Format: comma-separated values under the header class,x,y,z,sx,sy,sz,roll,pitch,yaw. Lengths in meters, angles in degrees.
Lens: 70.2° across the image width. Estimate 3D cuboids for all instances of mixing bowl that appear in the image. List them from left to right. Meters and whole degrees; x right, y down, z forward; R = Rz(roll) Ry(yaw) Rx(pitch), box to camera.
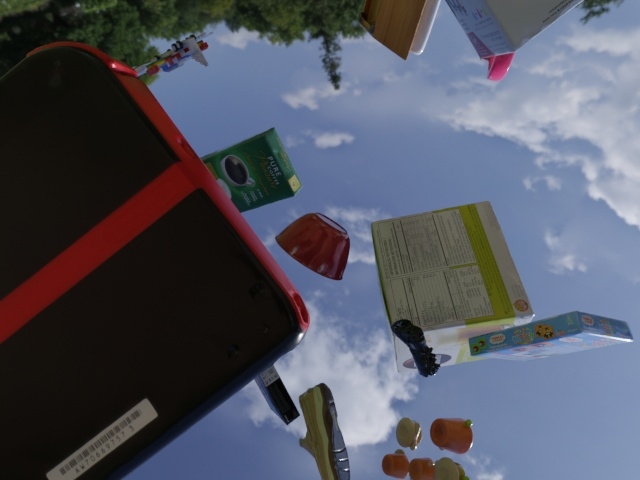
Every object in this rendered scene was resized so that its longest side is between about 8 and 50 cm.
class,x,y,z,sx,sy,sz,roll,pitch,yaw
mixing bowl,0.000,0.000,1.032,0.098,0.181,0.181,-57,-144,11

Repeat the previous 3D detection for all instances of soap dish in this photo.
class,x,y,z,sx,sy,sz,roll,pitch,yaw
soap dish,0.175,-0.548,0.939,0.118,0.290,0.229,9,-147,-11

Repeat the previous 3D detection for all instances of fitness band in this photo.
class,x,y,z,sx,sy,sz,roll,pitch,yaw
fitness band,0.471,-0.563,1.168,0.054,0.290,0.209,9,-170,6

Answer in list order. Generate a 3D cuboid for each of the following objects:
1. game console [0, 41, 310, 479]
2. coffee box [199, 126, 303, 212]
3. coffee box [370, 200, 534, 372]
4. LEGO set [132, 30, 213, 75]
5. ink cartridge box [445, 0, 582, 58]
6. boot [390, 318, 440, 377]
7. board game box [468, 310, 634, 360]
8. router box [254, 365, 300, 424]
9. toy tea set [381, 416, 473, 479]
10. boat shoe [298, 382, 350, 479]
class,x,y,z,sx,sy,sz,roll,pitch,yaw
game console,-0.253,0.053,0.397,0.386,0.342,0.060,-38,175,3
coffee box,-0.130,-0.107,0.767,0.184,0.113,0.040,-15,-157,32
coffee box,0.337,0.142,1.275,0.334,0.337,0.338,-11,-123,5
LEGO set,-0.269,-0.292,0.773,0.182,0.060,0.244,-24,-156,8
ink cartridge box,0.206,-0.323,0.514,0.127,0.176,0.128,-35,-166,13
boot,0.196,0.222,0.945,0.045,0.099,0.121,-26,-170,-13
board game box,0.398,0.175,0.802,0.211,0.160,0.039,-33,-129,50
router box,-0.131,0.371,1.173,0.046,0.179,0.133,-30,-169,-22
toy tea set,0.323,0.623,1.335,0.336,0.124,0.200,-30,-134,53
boat shoe,-0.001,0.345,0.784,0.072,0.068,0.190,-26,-141,11
